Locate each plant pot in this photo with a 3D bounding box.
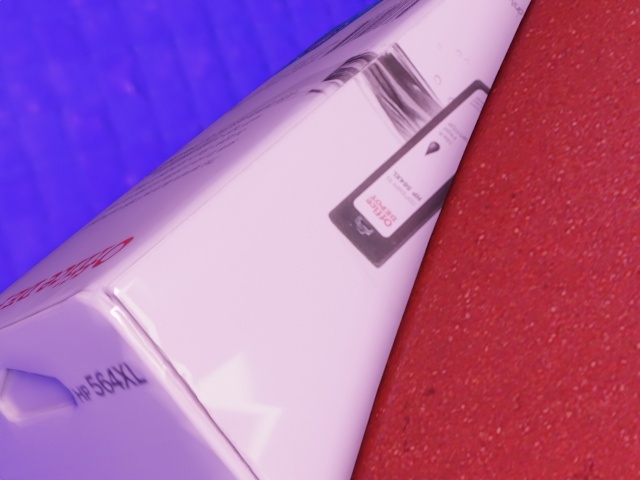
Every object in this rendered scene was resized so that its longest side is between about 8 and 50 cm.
[{"bbox_3d":[0.184,0.016,0.449,0.267,0.267,0.236,22,66,-39],"label":"plant pot"}]

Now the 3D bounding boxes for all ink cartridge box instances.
[{"bbox_3d":[0.000,0.000,0.551,0.203,0.148,0.086,-42,101,-30],"label":"ink cartridge box"}]
